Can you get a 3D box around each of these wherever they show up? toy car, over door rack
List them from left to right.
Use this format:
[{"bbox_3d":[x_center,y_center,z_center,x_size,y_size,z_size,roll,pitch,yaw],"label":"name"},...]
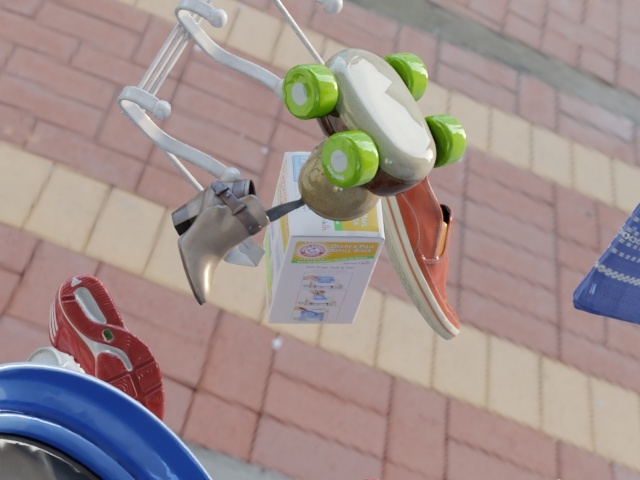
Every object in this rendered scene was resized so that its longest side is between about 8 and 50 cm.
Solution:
[{"bbox_3d":[-0.060,-0.140,1.390,0.108,0.324,0.239,19,69,27],"label":"over door rack"},{"bbox_3d":[0.017,-0.080,1.323,0.155,0.188,0.149,-14,67,-43],"label":"toy car"}]

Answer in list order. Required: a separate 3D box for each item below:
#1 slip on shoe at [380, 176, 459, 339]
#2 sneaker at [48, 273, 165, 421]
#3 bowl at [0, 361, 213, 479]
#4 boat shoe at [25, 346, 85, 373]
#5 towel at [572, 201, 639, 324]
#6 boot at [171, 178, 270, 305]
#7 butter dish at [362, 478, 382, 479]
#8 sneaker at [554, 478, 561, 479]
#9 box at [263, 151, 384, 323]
[{"bbox_3d":[0.140,-0.005,1.848,0.101,0.331,0.123,-23,25,-5],"label":"slip on shoe"},{"bbox_3d":[-0.277,0.153,1.735,0.087,0.128,0.221,-22,88,-26],"label":"sneaker"},{"bbox_3d":[-0.177,0.279,1.003,0.391,0.077,0.391,44,26,-28],"label":"bowl"},{"bbox_3d":[-0.411,0.276,1.975,0.103,0.118,0.320,52,27,-42],"label":"boat shoe"},{"bbox_3d":[0.384,-0.051,1.169,0.243,0.336,0.040,15,27,-33],"label":"towel"},{"bbox_3d":[-0.088,-0.005,1.252,0.087,0.042,0.118,-20,61,3],"label":"boot"},{"bbox_3d":[0.062,0.305,1.373,0.160,0.118,0.160,17,52,32],"label":"butter dish"},{"bbox_3d":[0.119,0.224,0.839,0.086,0.163,0.226,37,-6,-6],"label":"sneaker"},{"bbox_3d":[0.000,0.000,1.519,0.103,0.203,0.114,1,61,-10],"label":"box"}]
